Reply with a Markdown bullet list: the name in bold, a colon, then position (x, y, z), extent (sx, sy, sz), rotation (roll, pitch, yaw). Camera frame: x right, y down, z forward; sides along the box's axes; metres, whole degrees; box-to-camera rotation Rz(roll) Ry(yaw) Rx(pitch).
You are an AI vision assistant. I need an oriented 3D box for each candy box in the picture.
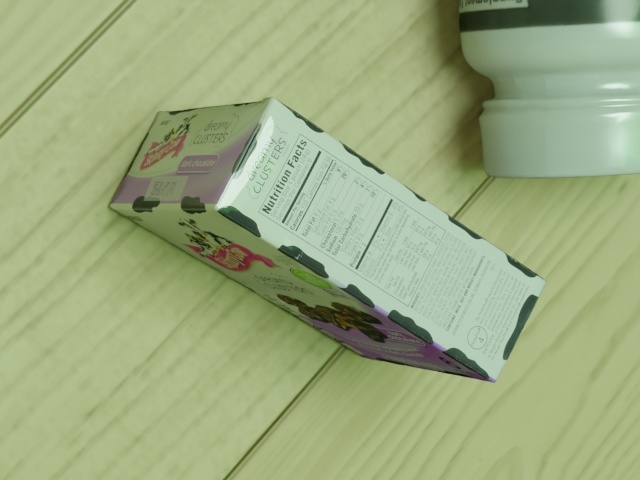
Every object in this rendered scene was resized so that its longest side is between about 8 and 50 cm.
- **candy box**: position (0.000, 0.000, 0.960), extent (0.196, 0.165, 0.070), rotation (32, 78, -23)

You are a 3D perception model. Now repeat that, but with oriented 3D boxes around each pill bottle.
- **pill bottle**: position (0.163, -0.184, 1.028), extent (0.161, 0.161, 0.283), rotation (-6, 96, -25)
